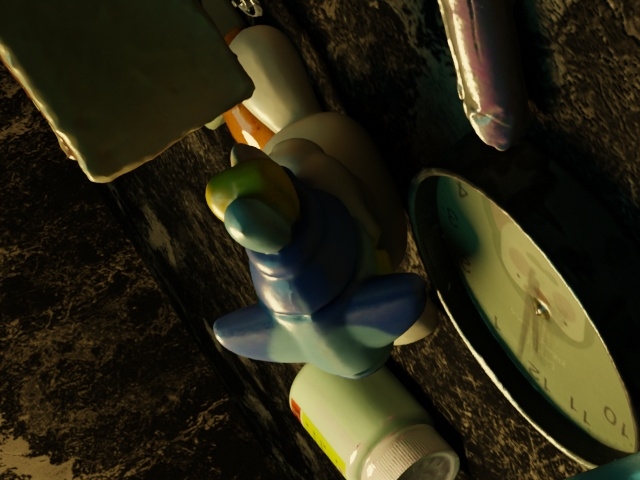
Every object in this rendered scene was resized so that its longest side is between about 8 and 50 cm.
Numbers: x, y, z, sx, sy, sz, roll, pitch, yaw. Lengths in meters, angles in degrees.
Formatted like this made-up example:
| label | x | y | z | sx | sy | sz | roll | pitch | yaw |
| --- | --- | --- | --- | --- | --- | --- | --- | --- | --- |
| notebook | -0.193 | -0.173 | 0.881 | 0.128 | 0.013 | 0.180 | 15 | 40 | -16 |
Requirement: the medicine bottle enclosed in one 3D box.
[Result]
| label | x | y | z | sx | sy | sz | roll | pitch | yaw |
| --- | --- | --- | --- | --- | --- | --- | --- | --- | --- |
| medicine bottle | 0.069 | 0.248 | 1.834 | 0.225 | 0.139 | 0.139 | 46 | 162 | 39 |

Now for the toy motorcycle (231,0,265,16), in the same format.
| label | x | y | z | sx | sy | sz | roll | pitch | yaw |
| --- | --- | --- | --- | --- | --- | --- | --- | --- | --- |
| toy motorcycle | -0.131 | -0.313 | 1.464 | 0.193 | 0.061 | 0.124 | 41 | 165 | 33 |

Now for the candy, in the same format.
| label | x | y | z | sx | sy | sz | roll | pitch | yaw |
| --- | --- | --- | --- | --- | --- | --- | --- | --- | --- |
| candy | -0.218 | -0.219 | 1.222 | 0.320 | 0.179 | 0.135 | 56 | 173 | -26 |

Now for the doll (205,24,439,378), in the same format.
| label | x | y | z | sx | sy | sz | roll | pitch | yaw |
| --- | --- | --- | --- | --- | --- | --- | --- | --- | --- |
| doll | -0.006 | 0.006 | 1.347 | 0.376 | 0.187 | 0.365 | 43 | -158 | -11 |

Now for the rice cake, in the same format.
| label | x | y | z | sx | sy | sz | roll | pitch | yaw |
| --- | --- | --- | --- | --- | --- | --- | --- | --- | --- |
| rice cake | 0.106 | -0.177 | 0.973 | 0.049 | 0.055 | 0.270 | 36 | 153 | 45 |

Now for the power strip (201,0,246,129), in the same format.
| label | x | y | z | sx | sy | sz | roll | pitch | yaw |
| --- | --- | --- | --- | --- | --- | --- | --- | --- | --- |
| power strip | -0.153 | -0.247 | 1.691 | 0.193 | 0.059 | 0.265 | 57 | 167 | 1 |

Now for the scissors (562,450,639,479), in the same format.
| label | x | y | z | sx | sy | sz | roll | pitch | yaw |
| --- | --- | --- | --- | --- | --- | --- | --- | --- | --- |
| scissors | 0.263 | 0.152 | 1.006 | 0.393 | 0.180 | 0.032 | 116 | 141 | -60 |

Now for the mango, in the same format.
| label | x | y | z | sx | sy | sz | roll | pitch | yaw |
| --- | --- | --- | --- | --- | --- | --- | --- | --- | --- |
| mango | -0.071 | -0.154 | 1.520 | 0.084 | 0.105 | 0.159 | -43 | 75 | 35 |

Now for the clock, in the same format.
| label | x | y | z | sx | sy | sz | roll | pitch | yaw |
| --- | --- | --- | --- | --- | --- | --- | --- | --- | --- |
| clock | 0.189 | 0.056 | 1.173 | 0.319 | 0.066 | 0.319 | 52 | 166 | 19 |
